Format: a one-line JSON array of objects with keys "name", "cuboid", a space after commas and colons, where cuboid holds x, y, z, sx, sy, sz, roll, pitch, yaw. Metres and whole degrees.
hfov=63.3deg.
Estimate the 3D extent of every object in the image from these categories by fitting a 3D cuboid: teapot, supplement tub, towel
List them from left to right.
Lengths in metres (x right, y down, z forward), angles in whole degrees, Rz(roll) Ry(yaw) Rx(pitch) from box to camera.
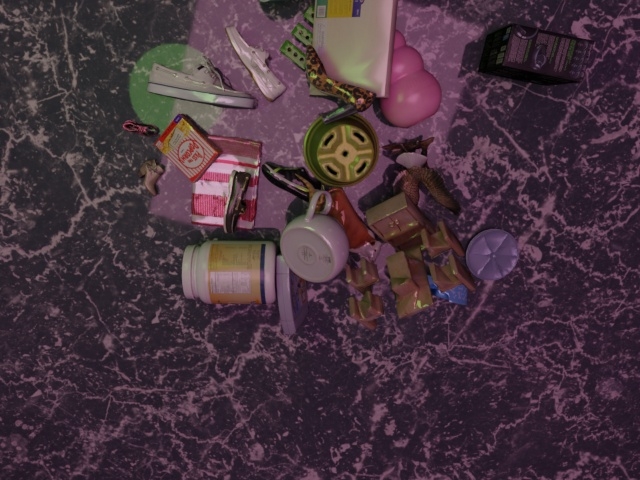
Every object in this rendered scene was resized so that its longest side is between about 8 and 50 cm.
[{"name": "towel", "cuboid": [-0.342, -0.207, 1.871, 0.237, 0.037, 0.329, 7, 103, -2]}, {"name": "supplement tub", "cuboid": [-0.314, 0.112, 1.849, 0.316, 0.228, 0.228, 0, 103, -1]}, {"name": "teapot", "cuboid": [0.000, 0.000, 1.741, 0.252, 0.187, 0.256, 47, 134, -2]}]

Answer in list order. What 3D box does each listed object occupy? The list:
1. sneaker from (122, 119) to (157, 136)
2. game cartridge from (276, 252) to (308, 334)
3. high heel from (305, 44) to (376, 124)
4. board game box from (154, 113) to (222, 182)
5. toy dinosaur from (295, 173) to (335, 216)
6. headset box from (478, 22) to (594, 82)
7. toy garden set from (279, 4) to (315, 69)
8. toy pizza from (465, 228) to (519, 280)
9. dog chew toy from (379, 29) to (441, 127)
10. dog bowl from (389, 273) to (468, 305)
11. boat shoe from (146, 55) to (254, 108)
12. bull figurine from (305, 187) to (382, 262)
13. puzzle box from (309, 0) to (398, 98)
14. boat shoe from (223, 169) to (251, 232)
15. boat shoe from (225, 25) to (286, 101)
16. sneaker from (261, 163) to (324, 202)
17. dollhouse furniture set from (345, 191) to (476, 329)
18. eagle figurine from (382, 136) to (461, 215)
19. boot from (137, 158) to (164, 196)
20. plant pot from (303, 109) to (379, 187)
[{"name": "sneaker", "cuboid": [-0.632, -0.389, 1.810, 0.119, 0.057, 0.047, 10, 101, -5]}, {"name": "game cartridge", "cuboid": [-0.102, 0.178, 1.885, 0.062, 0.198, 0.297, -2, 104, 11]}, {"name": "high heel", "cuboid": [0.062, -0.516, 1.632, 0.186, 0.093, 0.261, -17, 92, 21]}, {"name": "board game box", "cuboid": [-0.460, -0.321, 1.811, 0.193, 0.045, 0.147, 44, 108, 0]}, {"name": "toy dinosaur", "cuboid": [-0.014, -0.140, 1.790, 0.112, 0.064, 0.211, -13, 98, 12]}, {"name": "headset box", "cuboid": [0.700, -0.595, 1.693, 0.283, 0.246, 0.131, 11, 103, -3]}, {"name": "toy garden set", "cuboid": [0.014, -0.681, 1.762, 0.204, 0.049, 0.244, 37, 99, -7]}, {"name": "toy pizza", "cuboid": [0.644, 0.052, 1.956, 0.201, 0.032, 0.201, -1, 104, -2]}, {"name": "dog chew toy", "cuboid": [0.264, -0.547, 1.726, 0.207, 0.206, 0.332, -25, 95, 5]}, {"name": "dog bowl", "cuboid": [0.407, 0.165, 1.918, 0.297, 0.166, 0.074, 16, 91, -5]}, {"name": "boat shoe", "cuboid": [-0.395, -0.543, 1.751, 0.367, 0.136, 0.156, 12, 100, 6]}, {"name": "bull figurine", "cuboid": [0.086, -0.038, 1.886, 0.188, 0.101, 0.310, -30, 100, 8]}, {"name": "puzzle box", "cuboid": [0.106, -0.666, 1.654, 0.272, 0.052, 0.409, 11, 103, 26]}, {"name": "boat shoe", "cuboid": [-0.293, -0.131, 1.830, 0.069, 0.081, 0.227, 11, 103, 3]}, {"name": "boat shoe", "cuboid": [-0.214, -0.609, 1.751, 0.096, 0.098, 0.277, -33, 111, 6]}, {"name": "sneaker", "cuboid": [-0.098, -0.225, 1.864, 0.235, 0.084, 0.097, 30, 77, -9]}, {"name": "dollhouse furniture set", "cuboid": [0.300, 0.080, 1.720, 0.362, 0.394, 0.256, -27, 136, 25]}, {"name": "eagle figurine", "cuboid": [0.353, -0.202, 1.813, 0.225, 0.226, 0.298, -13, 99, -19]}, {"name": "boot", "cuboid": [-0.595, -0.228, 1.858, 0.087, 0.042, 0.118, -33, 102, 4]}, {"name": "plant pot", "cuboid": [0.077, -0.300, 1.746, 0.276, 0.254, 0.276, 0, 103, -1]}]
